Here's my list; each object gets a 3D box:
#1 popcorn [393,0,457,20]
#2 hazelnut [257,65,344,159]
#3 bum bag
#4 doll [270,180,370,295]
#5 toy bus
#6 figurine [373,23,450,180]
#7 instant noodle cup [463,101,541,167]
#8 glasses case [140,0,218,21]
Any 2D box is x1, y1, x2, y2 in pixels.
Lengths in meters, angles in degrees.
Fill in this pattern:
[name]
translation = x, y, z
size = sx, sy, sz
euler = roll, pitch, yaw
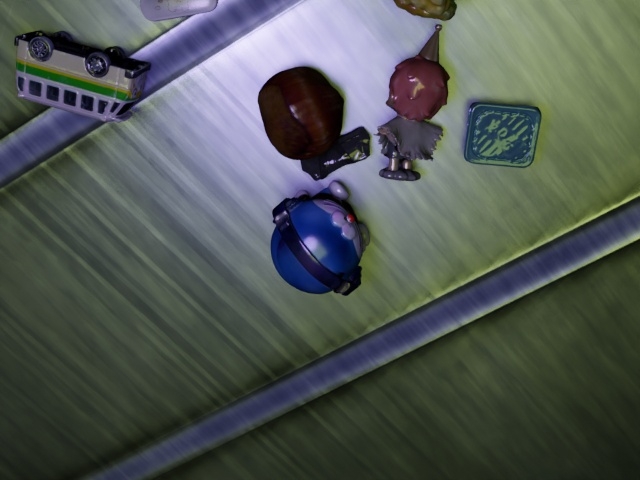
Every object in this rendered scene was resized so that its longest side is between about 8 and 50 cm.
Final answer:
[popcorn]
translation = 0.262, -0.655, 1.710
size = 0.274, 0.335, 0.279
euler = 15, 148, 14
[hazelnut]
translation = -0.040, -0.310, 1.894
size = 0.229, 0.229, 0.229
euler = 1, 108, 4
[bum bag]
translation = 0.042, -0.222, 1.989
size = 0.198, 0.049, 0.087
euler = -24, 81, 12
[doll]
translation = 0.000, 0.000, 1.926
size = 0.240, 0.310, 0.284
euler = -40, 101, 17
[toy bus]
translation = -0.598, -0.406, 1.923
size = 0.305, 0.143, 0.179
euler = 15, 111, -2
[figurine]
translation = 0.224, -0.338, 1.888
size = 0.207, 0.166, 0.387
euler = -3, 109, -31
[instant noodle cup]
translation = 0.453, -0.269, 1.930
size = 0.179, 0.070, 0.157
euler = 5, 110, 2
[glasses case]
translation = -0.349, -0.589, 1.892
size = 0.193, 0.049, 0.074
euler = -7, 108, 8
